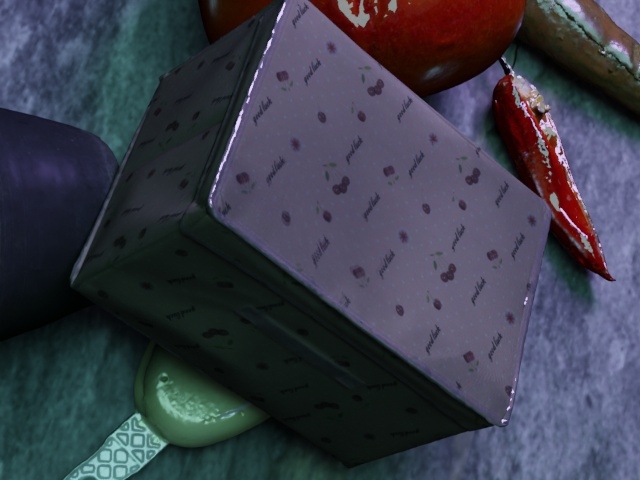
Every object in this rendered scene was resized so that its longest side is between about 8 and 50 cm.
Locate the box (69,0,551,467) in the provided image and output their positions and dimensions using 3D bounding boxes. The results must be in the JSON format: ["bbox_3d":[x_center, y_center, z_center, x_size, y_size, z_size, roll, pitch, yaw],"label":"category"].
[{"bbox_3d":[0.000,0.000,1.167,0.297,0.190,0.225,38,51,-26],"label":"box"}]

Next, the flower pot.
[{"bbox_3d":[-0.244,-0.014,1.202,0.148,0.235,0.235,-3,69,-33],"label":"flower pot"}]

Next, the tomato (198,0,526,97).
[{"bbox_3d":[0.029,-0.232,1.315,0.298,0.226,0.298,3,63,-6],"label":"tomato"}]

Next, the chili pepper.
[{"bbox_3d":[0.201,-0.078,1.390,0.050,0.059,0.268,-26,76,20],"label":"chili pepper"}]

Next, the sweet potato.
[{"bbox_3d":[0.260,-0.182,1.428,0.273,0.075,0.075,36,67,1],"label":"sweet potato"}]

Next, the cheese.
[{"bbox_3d":[-0.121,0.136,1.239,0.127,0.054,0.251,45,69,7],"label":"cheese"}]
